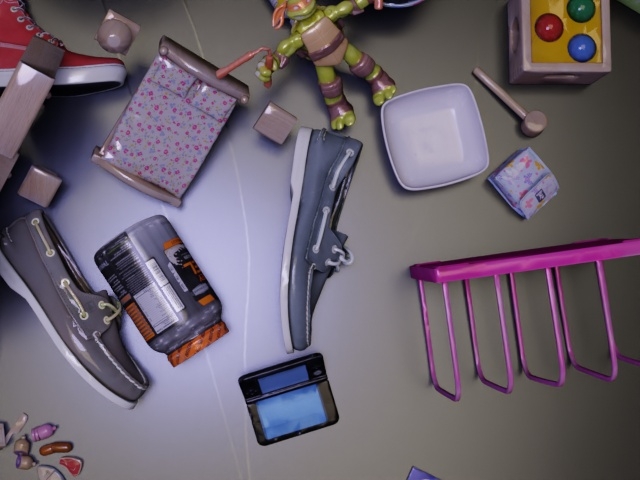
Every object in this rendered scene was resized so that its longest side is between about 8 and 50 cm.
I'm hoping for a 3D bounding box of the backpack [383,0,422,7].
[{"bbox_3d":[0.102,-0.459,1.357,0.225,0.191,0.253,21,113,-2],"label":"backpack"}]

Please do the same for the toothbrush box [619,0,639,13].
[{"bbox_3d":[0.513,-0.440,1.427,0.283,0.122,0.206,31,85,-2],"label":"toothbrush box"}]

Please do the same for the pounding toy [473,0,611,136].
[{"bbox_3d":[0.317,-0.257,1.415,0.181,0.094,0.206,0,86,-4],"label":"pounding toy"}]

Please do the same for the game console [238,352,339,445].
[{"bbox_3d":[-0.043,0.221,1.374,0.122,0.107,0.071,-17,59,-5],"label":"game console"}]

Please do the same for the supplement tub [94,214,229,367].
[{"bbox_3d":[-0.213,0.070,1.349,0.117,0.117,0.190,-33,89,-5],"label":"supplement tub"}]

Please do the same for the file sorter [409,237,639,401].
[{"bbox_3d":[0.290,0.104,1.338,0.291,0.202,0.182,-8,90,-4],"label":"file sorter"}]

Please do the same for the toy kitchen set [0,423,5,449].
[{"bbox_3d":[-0.492,0.266,1.365,0.083,0.075,0.068,9,52,-38],"label":"toy kitchen set"}]

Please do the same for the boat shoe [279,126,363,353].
[{"bbox_3d":[0.000,0.000,1.369,0.099,0.116,0.319,5,81,1],"label":"boat shoe"}]

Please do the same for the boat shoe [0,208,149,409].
[{"bbox_3d":[-0.329,0.093,1.345,0.091,0.109,0.305,-40,85,0],"label":"boat shoe"}]

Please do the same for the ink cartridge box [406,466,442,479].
[{"bbox_3d":[0.262,0.478,1.379,0.371,0.069,0.175,26,85,1],"label":"ink cartridge box"}]

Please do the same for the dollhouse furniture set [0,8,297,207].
[{"bbox_3d":[-0.252,-0.105,1.296,0.356,0.174,0.303,28,108,-19],"label":"dollhouse furniture set"}]

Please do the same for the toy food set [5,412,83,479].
[{"bbox_3d":[-0.381,0.297,1.371,0.122,0.019,0.078,34,85,-1],"label":"toy food set"}]

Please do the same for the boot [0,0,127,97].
[{"bbox_3d":[-0.393,-0.292,1.381,0.244,0.088,0.176,0,85,0],"label":"boot"}]

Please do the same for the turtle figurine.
[{"bbox_3d":[-0.002,-0.257,1.351,0.269,0.087,0.217,-39,128,-4],"label":"turtle figurine"}]

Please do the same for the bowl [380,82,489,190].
[{"bbox_3d":[0.160,-0.145,1.418,0.142,0.053,0.142,-14,87,-5],"label":"bowl"}]

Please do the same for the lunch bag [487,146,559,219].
[{"bbox_3d":[0.297,-0.083,1.423,0.071,0.053,0.083,-41,98,-4],"label":"lunch bag"}]

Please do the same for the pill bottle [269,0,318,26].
[{"bbox_3d":[-0.046,-0.360,1.415,0.065,0.065,0.116,-32,89,-5],"label":"pill bottle"}]
